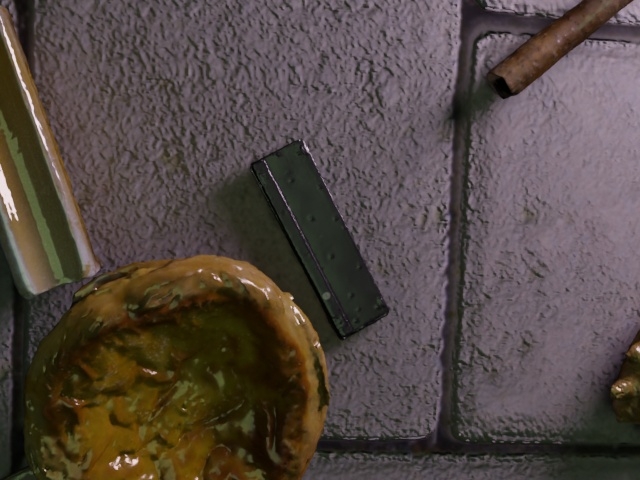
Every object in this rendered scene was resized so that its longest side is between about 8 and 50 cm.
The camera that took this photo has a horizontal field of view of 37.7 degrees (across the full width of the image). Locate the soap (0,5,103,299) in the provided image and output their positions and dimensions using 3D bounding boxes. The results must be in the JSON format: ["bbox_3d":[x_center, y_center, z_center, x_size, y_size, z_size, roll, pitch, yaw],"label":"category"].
[{"bbox_3d":[-0.311,-0.086,0.962,0.089,0.173,0.274,-20,98,-13],"label":"soap"}]

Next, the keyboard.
[{"bbox_3d":[0.000,0.000,1.080,0.072,0.023,0.231,-29,98,-11],"label":"keyboard"}]

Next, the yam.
[{"bbox_3d":[0.330,-0.277,1.083,0.326,0.045,0.045,-39,63,-4],"label":"yam"}]

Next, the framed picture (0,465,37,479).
[{"bbox_3d":[-0.338,0.370,1.076,0.135,0.010,0.201,-25,98,-3],"label":"framed picture"}]

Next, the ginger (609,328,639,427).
[{"bbox_3d":[0.397,0.148,1.110,0.115,0.081,0.206,3,101,6],"label":"ginger"}]

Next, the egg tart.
[{"bbox_3d":[-0.155,0.164,1.001,0.341,0.129,0.341,-7,109,-20],"label":"egg tart"}]
